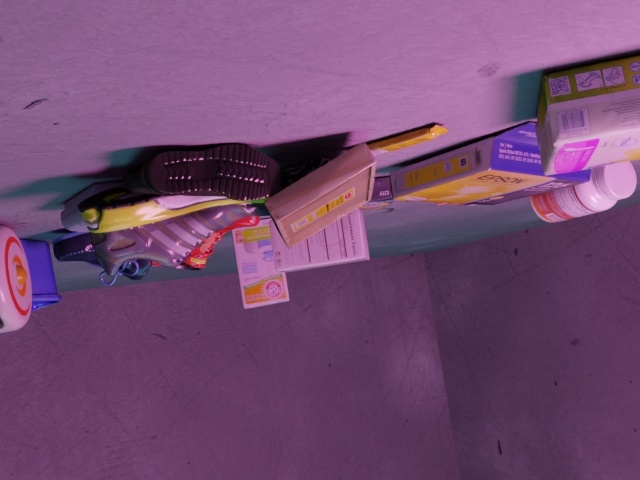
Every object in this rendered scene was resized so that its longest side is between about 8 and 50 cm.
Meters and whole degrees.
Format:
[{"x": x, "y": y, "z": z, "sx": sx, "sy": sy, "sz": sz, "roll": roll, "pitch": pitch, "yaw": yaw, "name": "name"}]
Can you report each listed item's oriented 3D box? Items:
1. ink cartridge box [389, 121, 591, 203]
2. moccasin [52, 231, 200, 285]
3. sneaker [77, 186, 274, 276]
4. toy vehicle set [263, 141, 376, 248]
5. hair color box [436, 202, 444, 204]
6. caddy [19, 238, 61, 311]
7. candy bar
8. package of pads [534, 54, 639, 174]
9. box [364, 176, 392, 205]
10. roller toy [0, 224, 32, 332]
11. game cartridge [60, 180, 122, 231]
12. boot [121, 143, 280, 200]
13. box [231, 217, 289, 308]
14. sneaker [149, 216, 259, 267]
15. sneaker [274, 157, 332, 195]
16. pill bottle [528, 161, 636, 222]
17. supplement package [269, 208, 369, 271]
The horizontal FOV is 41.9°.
[{"x": 0.338, "y": -0.124, "z": 1.498, "sx": 0.303, "sy": 0.072, "sz": 0.307, "roll": 2, "pitch": 171, "yaw": -41, "name": "ink cartridge box"}, {"x": -0.381, "y": 0.026, "z": 1.743, "sx": 0.342, "sy": 0.117, "sz": 0.137, "roll": -5, "pitch": 173, "yaw": -36, "name": "moccasin"}, {"x": -0.206, "y": -0.027, "z": 1.255, "sx": 0.300, "sy": 0.121, "sz": 0.111, "roll": -10, "pitch": -156, "yaw": -21, "name": "sneaker"}, {"x": 0.003, "y": -0.061, "z": 1.290, "sx": 0.166, "sy": 0.035, "sz": 0.267, "roll": -31, "pitch": 172, "yaw": -3, "name": "toy vehicle set"}, {"x": 0.331, "y": -0.109, "z": 1.834, "sx": 0.093, "sy": 0.053, "sz": 0.167, "roll": -12, "pitch": 173, "yaw": 39, "name": "hair color box"}, {"x": -0.691, "y": 0.102, "z": 1.720, "sx": 0.241, "sy": 0.179, "sz": 0.341, "roll": -11, "pitch": 174, "yaw": 14, "name": "caddy"}, {"x": 0.112, "y": -0.147, "z": 1.251, "sx": 0.161, "sy": 0.018, "sz": 0.040, "roll": -12, "pitch": 171, "yaw": 33, "name": "candy bar"}, {"x": 0.411, "y": -0.164, "z": 1.109, "sx": 0.229, "sy": 0.101, "sz": 0.296, "roll": -10, "pitch": 175, "yaw": 12, "name": "package of pads"}, {"x": 0.031, "y": -0.082, "z": 1.670, "sx": 0.233, "sy": 0.044, "sz": 0.159, "roll": -8, "pitch": 175, "yaw": -9, "name": "box"}, {"x": -0.592, "y": 0.072, "z": 1.473, "sx": 0.146, "sy": 0.191, "sz": 0.209, "roll": -9, "pitch": 175, "yaw": -5, "name": "roller toy"}, {"x": -0.256, "y": -0.061, "z": 1.387, "sx": 0.297, "sy": 0.062, "sz": 0.198, "roll": -5, "pitch": 178, "yaw": -35, "name": "game cartridge"}, {"x": -0.169, "y": -0.092, "z": 1.170, "sx": 0.198, "sy": 0.077, "sz": 0.137, "roll": 5, "pitch": 176, "yaw": -31, "name": "boot"}, {"x": -0.143, "y": 0.057, "z": 1.995, "sx": 0.114, "sy": 0.203, "sz": 0.103, "roll": -9, "pitch": 175, "yaw": -3, "name": "box"}, {"x": -0.228, "y": -0.007, "z": 1.637, "sx": 0.279, "sy": 0.118, "sz": 0.107, "roll": -12, "pitch": 175, "yaw": 30, "name": "sneaker"}, {"x": -0.026, "y": -0.092, "z": 1.374, "sx": 0.162, "sy": 0.063, "sz": 0.073, "roll": -12, "pitch": 177, "yaw": 36, "name": "sneaker"}, {"x": 0.561, "y": -0.114, "z": 1.790, "sx": 0.121, "sy": 0.121, "sz": 0.216, "roll": -6, "pitch": 174, "yaw": -29, "name": "pill bottle"}, {"x": 0.000, "y": 0.000, "z": 1.667, "sx": 0.179, "sy": 0.105, "sz": 0.105, "roll": -9, "pitch": 174, "yaw": 8, "name": "supplement package"}]
